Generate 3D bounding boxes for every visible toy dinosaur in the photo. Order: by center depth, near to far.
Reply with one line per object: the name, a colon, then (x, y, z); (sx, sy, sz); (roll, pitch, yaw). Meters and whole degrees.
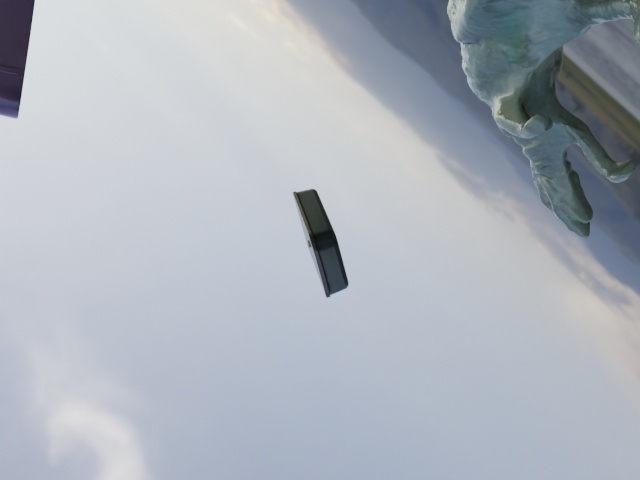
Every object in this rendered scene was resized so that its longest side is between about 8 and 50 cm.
toy dinosaur: (0.132, -0.169, 0.648); (0.393, 0.092, 0.205); (65, 174, -11)

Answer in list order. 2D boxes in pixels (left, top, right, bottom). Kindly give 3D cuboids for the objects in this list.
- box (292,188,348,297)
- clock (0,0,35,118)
box: (0.000, 0.000, 1.179); (0.126, 0.031, 0.091); (-111, 5, -57)
clock: (-0.315, -0.197, 0.999); (0.050, 0.152, 0.110); (8, 176, -18)
